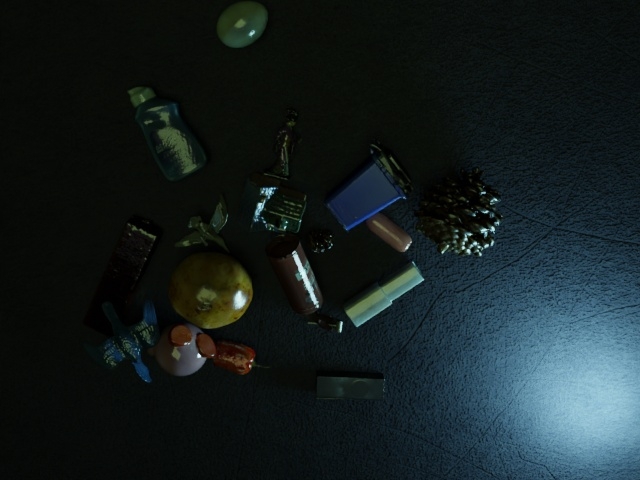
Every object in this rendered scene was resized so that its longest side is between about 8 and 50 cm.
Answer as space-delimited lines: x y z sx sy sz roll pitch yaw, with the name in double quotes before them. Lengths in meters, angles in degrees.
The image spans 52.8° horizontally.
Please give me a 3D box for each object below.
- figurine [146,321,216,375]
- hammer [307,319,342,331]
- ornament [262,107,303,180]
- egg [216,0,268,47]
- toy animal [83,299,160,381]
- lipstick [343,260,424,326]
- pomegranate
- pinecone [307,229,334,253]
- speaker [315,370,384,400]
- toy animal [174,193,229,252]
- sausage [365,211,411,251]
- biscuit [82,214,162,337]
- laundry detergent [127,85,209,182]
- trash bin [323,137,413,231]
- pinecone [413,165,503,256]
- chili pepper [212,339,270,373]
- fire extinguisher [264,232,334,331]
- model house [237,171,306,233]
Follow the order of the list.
"figurine" -0.432 0.336 1.989 0.173 0.173 0.173 0 105 2
"hammer" 0.014 0.265 2.031 0.110 0.019 0.036 5 105 3
"ornament" -0.094 -0.275 1.857 0.081 0.088 0.203 20 103 -5
"egg" -0.212 -0.591 1.761 0.152 0.114 0.114 -29 102 5
"toy animal" -0.571 0.298 1.922 0.239 0.176 0.256 -35 106 -9
"lipstick" 0.192 0.159 1.966 0.252 0.079 0.077 -36 100 9
"pomegranate" -0.324 0.141 1.909 0.248 0.248 0.248 0 105 2
"pinecone" 0.000 0.000 1.935 0.083 0.077 0.077 -27 104 -16
"speaker" 0.093 0.466 2.067 0.218 0.044 0.082 3 105 1
"toy animal" -0.334 -0.010 1.930 0.219 0.095 0.155 -38 96 11
"sausage" 0.202 -0.028 1.924 0.154 0.062 0.062 37 103 -8
"biscuit" -0.608 0.112 1.981 0.107 0.073 0.389 27 104 -6
"laundry detergent" -0.446 -0.316 1.851 0.143 0.094 0.290 -28 103 12
"trash bin" 0.128 -0.155 1.850 0.234 0.162 0.184 -36 100 16
"pinecone" 0.403 -0.073 1.823 0.257 0.243 0.243 -42 100 6
"chili pepper" -0.245 0.376 2.035 0.192 0.084 0.086 15 121 3
"fire extinguisher" -0.046 0.141 1.911 0.106 0.147 0.337 -43 132 -24
"model house" -0.140 -0.089 1.863 0.182 0.172 0.167 15 104 -3
